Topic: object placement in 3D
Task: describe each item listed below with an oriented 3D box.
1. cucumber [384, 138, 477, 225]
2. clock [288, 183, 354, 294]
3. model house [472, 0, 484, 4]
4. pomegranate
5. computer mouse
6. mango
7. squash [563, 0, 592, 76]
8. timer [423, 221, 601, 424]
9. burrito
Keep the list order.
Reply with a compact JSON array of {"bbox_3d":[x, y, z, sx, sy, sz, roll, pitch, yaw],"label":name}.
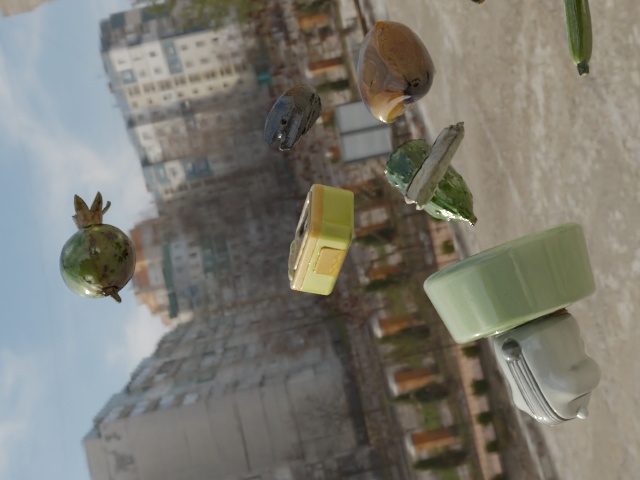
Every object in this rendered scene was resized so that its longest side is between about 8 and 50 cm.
[{"bbox_3d":[0.258,-0.112,2.025,0.244,0.134,0.134,46,159,34],"label":"cucumber"},{"bbox_3d":[0.000,0.000,1.829,0.202,0.096,0.143,111,169,-45],"label":"clock"},{"bbox_3d":[0.326,-0.581,1.695,0.173,0.239,0.268,30,120,44],"label":"model house"},{"bbox_3d":[-0.431,0.014,1.813,0.156,0.156,0.220,80,-168,-57],"label":"pomegranate"},{"bbox_3d":[-0.050,-0.217,1.589,0.135,0.079,0.047,-61,-24,-15],"label":"computer mouse"},{"bbox_3d":[0.190,-0.443,2.361,0.153,0.201,0.287,95,166,-54],"label":"mango"},{"bbox_3d":[0.662,-0.548,2.367,0.066,0.066,0.252,-114,17,-84],"label":"squash"},{"bbox_3d":[0.366,0.161,1.579,0.291,0.290,0.315,86,162,-82],"label":"timer"},{"bbox_3d":[0.209,-0.139,1.665,0.058,0.188,0.045,18,164,47],"label":"burrito"}]
